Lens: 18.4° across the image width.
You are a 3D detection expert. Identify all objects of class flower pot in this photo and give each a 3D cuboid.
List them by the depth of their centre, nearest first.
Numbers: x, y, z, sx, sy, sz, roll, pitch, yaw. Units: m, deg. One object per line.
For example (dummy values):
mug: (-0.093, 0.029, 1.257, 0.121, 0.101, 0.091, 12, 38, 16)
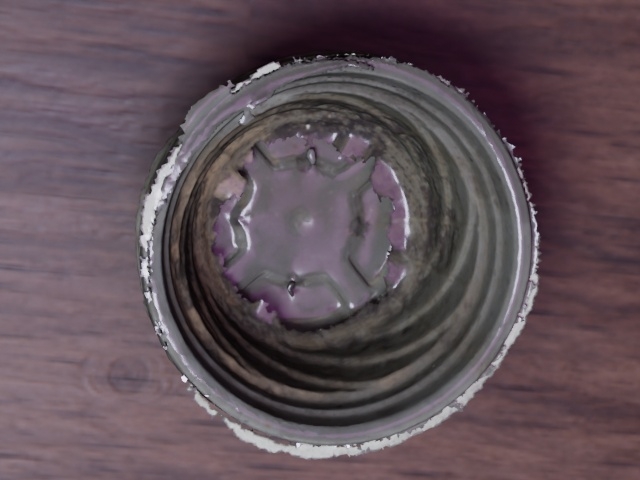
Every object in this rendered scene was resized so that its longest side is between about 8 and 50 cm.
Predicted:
flower pot: (0.000, 0.000, 1.159, 0.235, 0.140, 0.235, -2, 97, -12)
